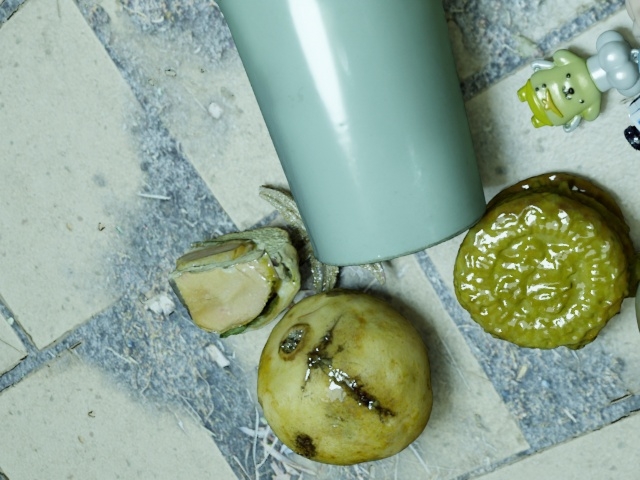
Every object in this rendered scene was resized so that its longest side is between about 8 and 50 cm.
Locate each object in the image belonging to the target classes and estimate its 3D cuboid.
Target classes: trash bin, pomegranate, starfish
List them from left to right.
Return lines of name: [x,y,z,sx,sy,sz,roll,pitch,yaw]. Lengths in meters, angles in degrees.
starfish: [0.001,0.000,1.566,0.240,0.043,0.227,34,131,21]
pomegranate: [0.032,0.198,1.522,0.260,0.260,0.260,8,111,21]
trash bin: [0.043,-0.210,1.350,0.280,0.280,0.432,-10,107,26]

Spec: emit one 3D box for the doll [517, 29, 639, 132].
doll: [0.335,-0.203,1.344,0.162,0.062,0.106,-26,101,27]

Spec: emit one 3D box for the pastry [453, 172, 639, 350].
pastry: [0.300,0.040,1.404,0.235,0.132,0.240,48,120,2]

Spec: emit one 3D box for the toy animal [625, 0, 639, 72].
toy animal: [0.434,-0.287,1.161,0.210,0.221,0.229,27,84,19]

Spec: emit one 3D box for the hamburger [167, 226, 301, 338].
hamburger: [-0.101,0.055,1.584,0.207,0.135,0.155,-20,114,32]

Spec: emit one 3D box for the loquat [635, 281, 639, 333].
loquat: [0.498,0.108,1.320,0.227,0.179,0.179,40,119,1]

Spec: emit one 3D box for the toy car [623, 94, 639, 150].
toy car: [0.451,-0.174,1.299,0.080,0.070,0.170,48,118,1]
